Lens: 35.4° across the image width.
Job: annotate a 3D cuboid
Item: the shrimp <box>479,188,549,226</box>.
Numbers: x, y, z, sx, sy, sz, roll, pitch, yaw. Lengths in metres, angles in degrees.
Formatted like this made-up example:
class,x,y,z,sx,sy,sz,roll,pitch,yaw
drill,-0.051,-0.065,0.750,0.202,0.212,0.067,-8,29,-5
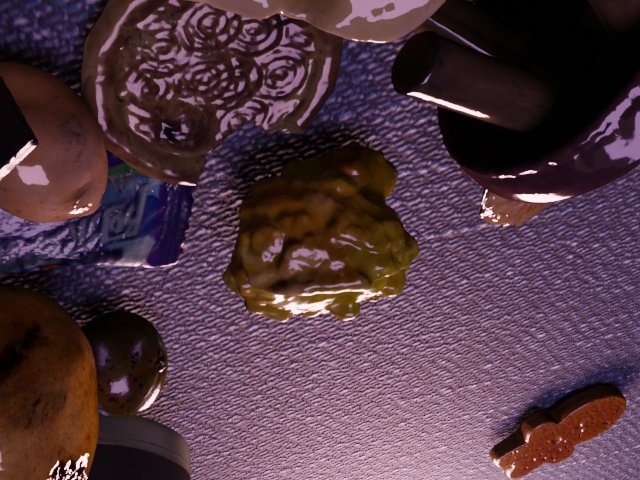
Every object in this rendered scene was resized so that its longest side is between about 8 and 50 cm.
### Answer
class,x,y,z,sx,sy,sz,roll,pitch,yaw
shrimp,0.284,-0.166,0.914,0.272,0.085,0.445,-22,156,-46

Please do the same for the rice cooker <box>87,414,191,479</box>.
class,x,y,z,sx,sy,sz,roll,pitch,yaw
rice cooker,-0.277,0.332,1.125,0.289,0.276,0.288,-2,147,-1

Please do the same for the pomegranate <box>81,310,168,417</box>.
class,x,y,z,sx,sy,sz,roll,pitch,yaw
pomegranate,-0.230,0.131,1.056,0.142,0.114,0.114,-5,146,18

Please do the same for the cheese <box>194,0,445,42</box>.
class,x,y,z,sx,sy,sz,roll,pitch,yaw
cheese,-0.101,-0.277,0.576,0.384,0.104,0.383,-5,127,-6

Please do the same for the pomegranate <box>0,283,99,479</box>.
class,x,y,z,sx,sy,sz,roll,pitch,yaw
pomegranate,-0.329,0.165,0.914,0.261,0.260,0.260,-14,142,-12

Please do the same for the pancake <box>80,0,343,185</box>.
class,x,y,z,sx,sy,sz,roll,pitch,yaw
pancake,-0.088,-0.144,0.837,0.235,0.029,0.212,-30,135,-3

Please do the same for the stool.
class,x,y,z,sx,sy,sz,roll,pitch,yaw
stool,0.159,-0.180,0.768,0.178,0.272,0.272,30,119,-32

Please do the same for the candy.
class,x,y,z,sx,sy,sz,roll,pitch,yaw
candy,-0.245,-0.026,0.884,0.275,0.070,0.145,-3,129,-22

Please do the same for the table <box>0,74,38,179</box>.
class,x,y,z,sx,sy,sz,roll,pitch,yaw
table,-0.379,-0.058,0.612,0.282,0.196,0.251,-38,160,17

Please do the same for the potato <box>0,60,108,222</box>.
class,x,y,z,sx,sy,sz,roll,pitch,yaw
potato,-0.232,-0.073,0.779,0.147,0.112,0.112,37,119,-9

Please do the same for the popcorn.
class,x,y,z,sx,sy,sz,roll,pitch,yaw
popcorn,-0.002,-0.004,0.975,0.198,0.155,0.197,-17,163,-6

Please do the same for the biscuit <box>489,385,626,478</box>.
class,x,y,z,sx,sy,sz,roll,pitch,yaw
biscuit,0.391,0.311,1.642,0.236,0.039,0.180,-30,140,8
